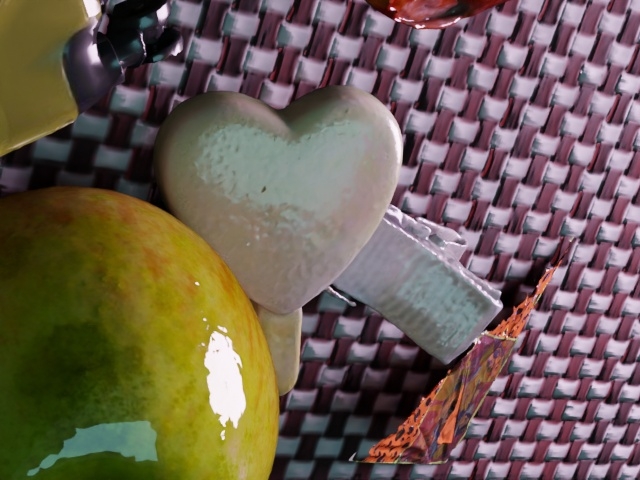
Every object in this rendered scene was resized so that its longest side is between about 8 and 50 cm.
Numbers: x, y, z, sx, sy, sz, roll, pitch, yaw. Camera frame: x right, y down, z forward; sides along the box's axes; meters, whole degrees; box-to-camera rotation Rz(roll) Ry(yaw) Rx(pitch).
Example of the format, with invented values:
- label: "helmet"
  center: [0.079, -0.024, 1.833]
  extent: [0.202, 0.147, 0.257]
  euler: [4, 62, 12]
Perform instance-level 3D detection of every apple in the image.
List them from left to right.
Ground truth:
- label: "apple"
  center: [-0.110, 0.075, 0.609]
  extent: [0.196, 0.196, 0.196]
  euler: [-14, 120, -26]

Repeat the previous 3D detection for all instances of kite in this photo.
- label: "kite"
  center: [0.083, 0.098, 0.827]
  extent: [0.222, 0.008, 0.125]
  euler: [-40, 153, -34]

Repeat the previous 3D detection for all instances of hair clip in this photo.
- label: "hair clip"
  center: [-0.001, 0.003, 0.715]
  extent: [0.218, 0.071, 0.159]
  euler: [32, 97, -35]

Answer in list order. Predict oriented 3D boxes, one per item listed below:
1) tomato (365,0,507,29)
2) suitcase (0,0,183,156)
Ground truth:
- label: "tomato"
  center: [0.061, -0.211, 0.595]
  extent: [0.200, 0.139, 0.233]
  euler: [-38, 162, -2]
- label: "suitcase"
  center: [-0.191, -0.111, 0.483]
  extent: [0.235, 0.143, 0.194]
  euler: [-28, 126, -19]
